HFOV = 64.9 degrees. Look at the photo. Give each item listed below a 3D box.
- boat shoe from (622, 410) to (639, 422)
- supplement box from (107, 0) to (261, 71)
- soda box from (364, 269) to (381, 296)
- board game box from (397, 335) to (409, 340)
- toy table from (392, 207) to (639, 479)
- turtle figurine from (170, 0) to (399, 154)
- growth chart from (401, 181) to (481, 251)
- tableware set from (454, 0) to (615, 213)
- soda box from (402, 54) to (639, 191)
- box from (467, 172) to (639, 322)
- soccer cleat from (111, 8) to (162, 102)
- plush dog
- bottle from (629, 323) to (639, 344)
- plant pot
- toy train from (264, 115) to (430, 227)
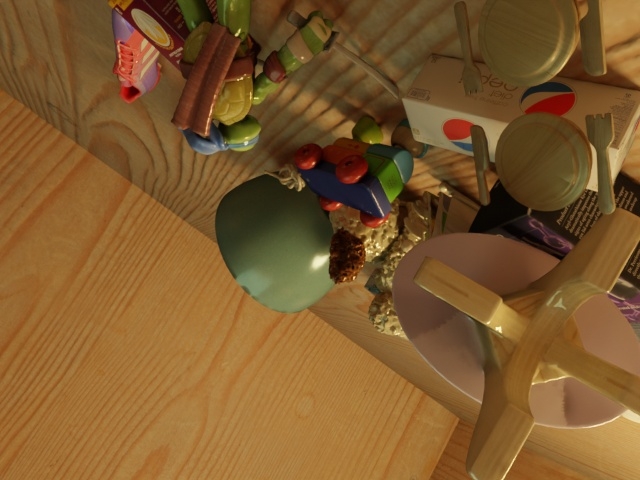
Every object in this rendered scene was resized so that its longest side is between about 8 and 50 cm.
[{"bbox_3d":[0.626,0.314,1.044,0.184,0.066,0.063,40,168,14],"label":"boat shoe"},{"bbox_3d":[-0.192,-0.306,0.721,0.188,0.081,0.104,42,163,-31],"label":"supplement box"},{"bbox_3d":[0.208,0.157,1.401,0.183,0.063,0.058,41,162,-27],"label":"soda box"},{"bbox_3d":[0.296,0.192,1.173,0.301,0.086,0.308,18,162,12],"label":"board game box"},{"bbox_3d":[0.197,0.092,0.482,0.274,0.253,0.161,18,179,9],"label":"toy table"},{"bbox_3d":[-0.083,-0.262,0.599,0.198,0.274,0.266,50,161,47],"label":"turtle figurine"},{"bbox_3d":[0.197,-0.007,0.686,0.172,0.237,0.021,37,126,3],"label":"growth chart"},{"bbox_3d":[0.187,-0.121,0.423,0.128,0.039,0.194,12,121,54],"label":"tableware set"},{"bbox_3d":[0.196,-0.123,0.515,0.216,0.069,0.074,25,163,31],"label":"soda box"},{"bbox_3d":[0.307,-0.001,0.597,0.207,0.108,0.153,33,166,-1],"label":"box"},{"bbox_3d":[-0.344,-0.335,0.923,0.083,0.095,0.248,35,166,-6],"label":"soccer cleat"},{"bbox_3d":[0.116,-0.006,0.843,0.225,0.263,0.211,27,134,-15],"label":"plush dog"},{"bbox_3d":[0.429,0.103,0.654,0.092,0.118,0.283,66,165,3],"label":"bottle"},{"bbox_3d":[-0.033,-0.026,0.997,0.195,0.290,0.290,-31,121,33],"label":"plant pot"},{"bbox_3d":[0.031,-0.126,0.735,0.248,0.143,0.105,26,156,45],"label":"toy train"}]
